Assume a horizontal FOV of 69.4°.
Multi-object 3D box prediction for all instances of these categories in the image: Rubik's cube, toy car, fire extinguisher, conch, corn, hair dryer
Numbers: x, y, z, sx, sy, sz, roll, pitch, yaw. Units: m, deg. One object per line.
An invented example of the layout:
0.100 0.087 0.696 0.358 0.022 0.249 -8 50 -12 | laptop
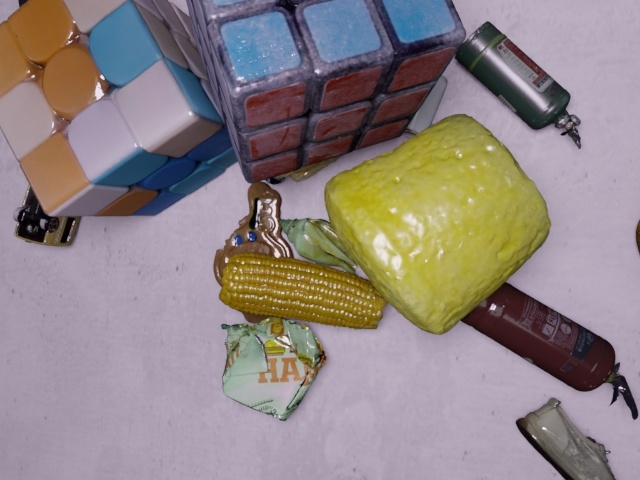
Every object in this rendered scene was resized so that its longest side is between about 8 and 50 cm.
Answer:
-0.024 -0.302 0.685 0.306 0.303 0.300 -19 81 -12 | Rubik's cube
-0.631 -0.114 1.108 0.101 0.124 0.256 15 86 11 | toy car
-0.381 -0.272 0.931 0.345 0.346 0.346 -29 86 13 | Rubik's cube
0.398 -0.292 0.889 0.294 0.118 0.093 46 136 7 | fire extinguisher
-0.003 0.001 1.000 0.201 0.079 0.094 19 84 -6 | conch
-0.034 0.108 0.965 0.345 0.131 0.131 12 95 -4 | corn
0.132 -0.307 0.969 0.237 0.073 0.131 23 96 19 | hair dryer
0.439 0.199 0.885 0.338 0.135 0.114 30 134 9 | fire extinguisher

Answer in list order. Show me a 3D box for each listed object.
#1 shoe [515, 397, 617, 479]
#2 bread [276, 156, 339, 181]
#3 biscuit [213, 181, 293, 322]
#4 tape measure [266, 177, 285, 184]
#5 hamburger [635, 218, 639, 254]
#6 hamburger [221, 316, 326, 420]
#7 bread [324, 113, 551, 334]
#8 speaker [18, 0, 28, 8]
0.514 0.432 0.899 0.098 0.103 0.275 -43 86 -3 | shoe
-0.068 -0.332 0.940 0.237 0.165 0.375 -34 80 23 | bread
-0.148 0.027 1.049 0.184 0.047 0.319 14 94 8 | biscuit
-0.118 -0.165 1.005 0.054 0.094 0.091 -44 48 12 | tape measure
0.684 -0.007 0.826 0.190 0.122 0.214 -11 88 15 | hamburger
-0.115 0.254 1.004 0.235 0.125 0.214 28 102 10 | hamburger
0.199 -0.035 0.832 0.308 0.348 0.348 -37 85 1 | bread
-0.571 -0.597 1.064 0.180 0.184 0.387 -23 73 11 | speaker
